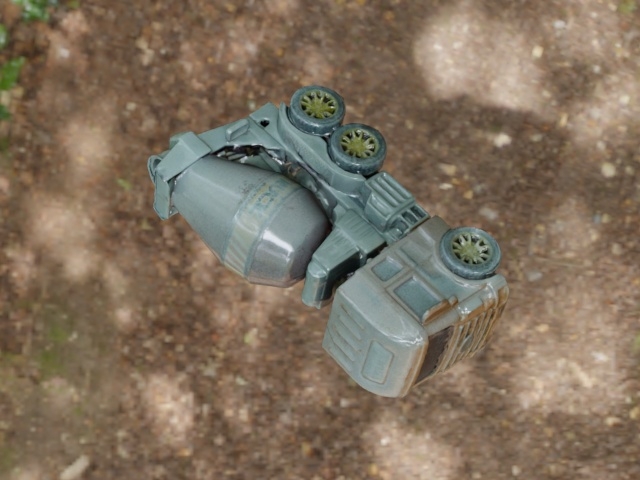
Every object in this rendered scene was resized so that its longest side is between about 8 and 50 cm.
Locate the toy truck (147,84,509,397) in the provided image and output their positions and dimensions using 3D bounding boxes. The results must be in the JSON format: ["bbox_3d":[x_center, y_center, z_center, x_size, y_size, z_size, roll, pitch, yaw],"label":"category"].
[{"bbox_3d":[0.000,0.000,0.836,0.256,0.140,0.108,45,149,22],"label":"toy truck"}]
